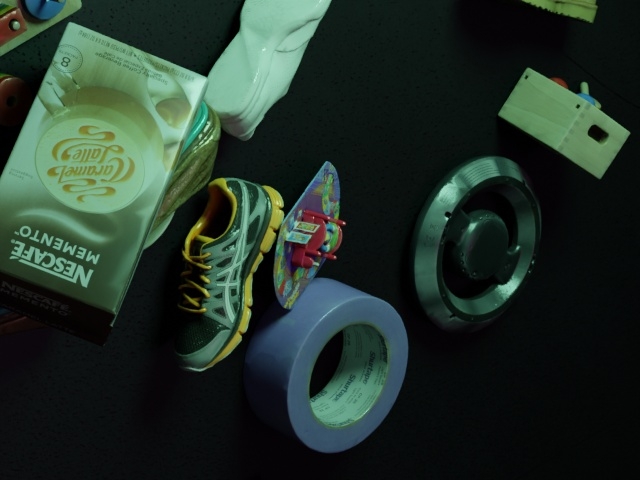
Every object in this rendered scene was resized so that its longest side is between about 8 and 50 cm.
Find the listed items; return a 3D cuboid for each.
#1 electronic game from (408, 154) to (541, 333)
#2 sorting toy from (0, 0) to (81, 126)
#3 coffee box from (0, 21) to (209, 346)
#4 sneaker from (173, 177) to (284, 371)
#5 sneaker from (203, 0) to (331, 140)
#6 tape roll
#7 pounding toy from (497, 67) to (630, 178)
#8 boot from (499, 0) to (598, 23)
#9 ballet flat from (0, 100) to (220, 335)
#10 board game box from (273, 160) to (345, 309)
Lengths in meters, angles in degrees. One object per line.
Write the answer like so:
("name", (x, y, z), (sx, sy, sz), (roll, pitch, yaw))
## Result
("electronic game", (0.195, 0.006, 1.908), (0.229, 0.048, 0.229), (-16, 115, -38))
("sorting toy", (-0.280, -0.242, 1.356), (0.132, 0.046, 0.274), (-37, 128, -29))
("coffee box", (-0.209, -0.050, 1.369), (0.141, 0.098, 0.246), (21, 66, -7))
("sneaker", (-0.114, 0.032, 1.601), (0.083, 0.084, 0.215), (29, 75, -46))
("sneaker", (-0.046, -0.201, 1.591), (0.212, 0.080, 0.094), (-56, 152, -11))
("tape roll", (0.008, 0.143, 1.757), (0.189, 0.080, 0.189), (-17, 116, -39))
("pounding toy", (0.314, -0.157, 1.916), (0.141, 0.130, 0.100), (26, 99, -46))
("boot", (0.284, -0.407, 1.815), (0.236, 0.089, 0.269), (0, 106, -55))
("ballet flat", (-0.219, -0.004, 1.480), (0.342, 0.116, 0.124), (-48, 152, -25))
("board game box", (0.000, 0.000, 1.681), (0.133, 0.033, 0.169), (86, 28, -42))
